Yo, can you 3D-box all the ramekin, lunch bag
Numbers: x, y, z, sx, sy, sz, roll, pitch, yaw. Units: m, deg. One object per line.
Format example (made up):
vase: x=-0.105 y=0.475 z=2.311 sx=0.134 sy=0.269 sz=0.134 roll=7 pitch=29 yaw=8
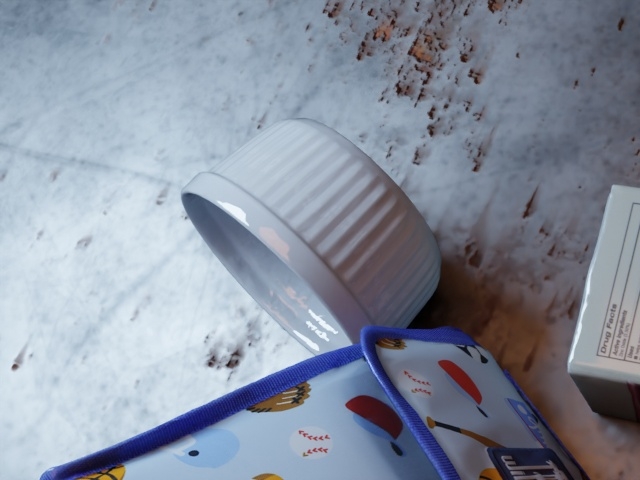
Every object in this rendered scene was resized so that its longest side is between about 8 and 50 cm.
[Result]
ramekin: x=0.000 y=0.000 z=1.250 sx=0.109 sy=0.207 sz=0.207 roll=-44 pitch=62 yaw=-12
lunch bag: x=0.045 y=0.248 z=1.096 sx=0.385 sy=0.239 sz=0.328 roll=-19 pitch=57 yaw=-26

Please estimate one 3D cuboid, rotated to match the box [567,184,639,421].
box: x=0.314 y=0.064 z=1.156 sx=0.232 sy=0.127 sz=0.148 roll=10 pitch=73 yaw=22
